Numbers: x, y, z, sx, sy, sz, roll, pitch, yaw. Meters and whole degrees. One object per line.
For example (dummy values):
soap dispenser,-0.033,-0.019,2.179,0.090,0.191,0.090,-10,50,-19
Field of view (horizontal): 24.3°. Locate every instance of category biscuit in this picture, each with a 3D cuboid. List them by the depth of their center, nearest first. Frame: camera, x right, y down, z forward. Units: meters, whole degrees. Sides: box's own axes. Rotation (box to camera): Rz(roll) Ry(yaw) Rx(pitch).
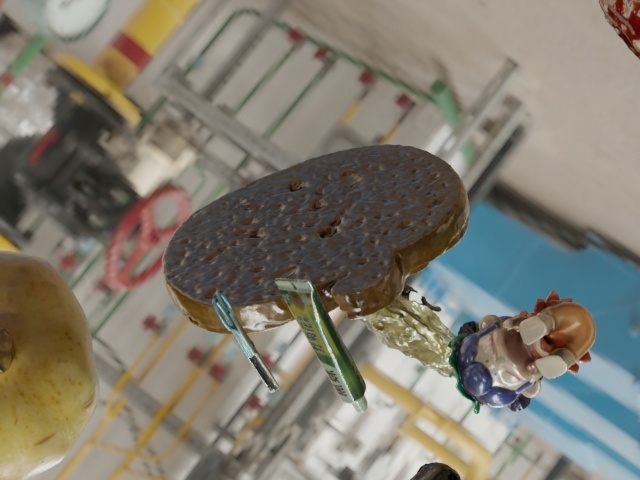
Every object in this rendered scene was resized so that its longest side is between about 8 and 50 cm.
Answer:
biscuit,0.002,0.008,1.834,0.350,0.394,0.070,-125,18,-57

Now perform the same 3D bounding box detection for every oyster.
oyster,0.129,0.128,1.918,0.209,0.072,0.133,46,160,-10

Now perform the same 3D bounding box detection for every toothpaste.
toothpaste,0.008,0.113,1.589,0.049,0.031,0.204,4,135,36

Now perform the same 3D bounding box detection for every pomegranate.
pomegranate,-0.427,0.154,1.828,0.342,0.342,0.342,37,171,7

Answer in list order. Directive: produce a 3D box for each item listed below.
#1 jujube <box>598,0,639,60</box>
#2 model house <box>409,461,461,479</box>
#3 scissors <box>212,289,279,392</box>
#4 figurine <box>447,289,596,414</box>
jujube,0.435,-0.235,1.543,0.342,0.216,0.216,44,177,37
model house,0.104,0.312,1.245,0.141,0.203,0.164,-9,-164,-35
scissors,-0.077,0.105,1.524,0.119,0.014,0.058,59,-170,-12
figurine,0.209,0.123,1.542,0.195,0.102,0.111,-28,85,50
